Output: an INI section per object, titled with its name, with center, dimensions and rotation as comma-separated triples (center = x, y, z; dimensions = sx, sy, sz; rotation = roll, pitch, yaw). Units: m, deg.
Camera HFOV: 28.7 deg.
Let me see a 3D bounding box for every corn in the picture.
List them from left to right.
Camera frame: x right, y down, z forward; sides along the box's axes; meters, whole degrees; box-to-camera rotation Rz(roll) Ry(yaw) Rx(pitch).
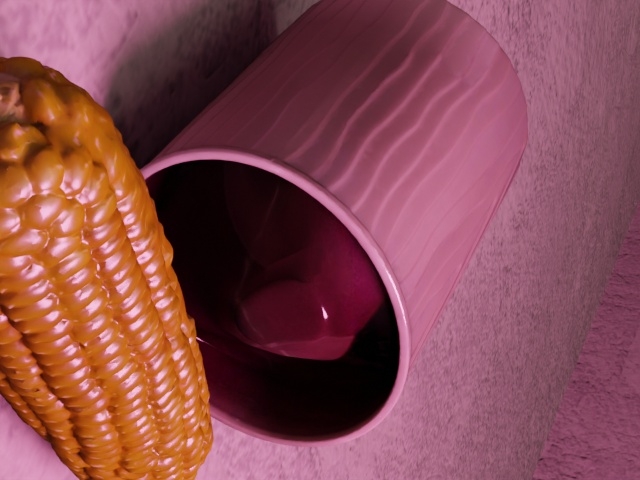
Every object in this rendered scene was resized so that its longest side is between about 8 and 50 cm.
[corn]
center = -0.127, 0.038, 0.668
dimensions = 0.363, 0.120, 0.120
rotation = 75, 35, -56

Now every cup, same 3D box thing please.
[cup]
center = 0.016, -0.001, 0.854
dimensions = 0.273, 0.208, 0.288
rotation = -55, 134, -45
